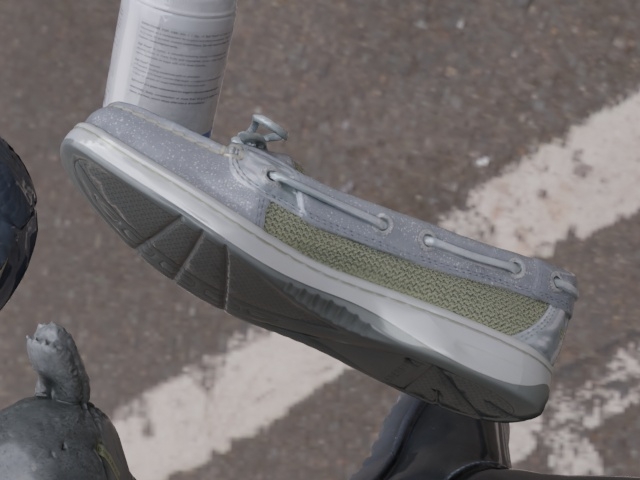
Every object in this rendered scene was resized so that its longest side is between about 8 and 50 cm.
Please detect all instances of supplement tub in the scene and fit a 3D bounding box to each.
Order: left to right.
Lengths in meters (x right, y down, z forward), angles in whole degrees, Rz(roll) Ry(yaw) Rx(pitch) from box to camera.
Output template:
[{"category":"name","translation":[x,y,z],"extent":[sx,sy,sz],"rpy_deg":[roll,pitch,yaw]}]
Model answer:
[{"category":"supplement tub","translation":[-0.092,-0.110,0.918],"extent":[0.071,0.071,0.107],"rpy_deg":[40,126,40]}]

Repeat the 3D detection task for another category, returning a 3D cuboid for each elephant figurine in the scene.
[{"category":"elephant figurine","translation":[-0.209,0.188,0.798],"extent":[0.239,0.169,0.186],"rpy_deg":[-16,55,7]}]

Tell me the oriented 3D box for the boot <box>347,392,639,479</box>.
[{"category":"boot","translation":[0.255,0.225,1.305],"extent":[0.445,0.367,0.146],"rpy_deg":[-6,112,30]}]

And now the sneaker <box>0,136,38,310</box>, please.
[{"category":"sneaker","translation":[-0.198,0.036,0.452],"extent":[0.283,0.122,0.110],"rpy_deg":[-25,80,15]}]

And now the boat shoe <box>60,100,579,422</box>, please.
[{"category":"boat shoe","translation":[0.002,0.000,0.889],"extent":[0.103,0.320,0.118],"rpy_deg":[-66,6,-21]}]
